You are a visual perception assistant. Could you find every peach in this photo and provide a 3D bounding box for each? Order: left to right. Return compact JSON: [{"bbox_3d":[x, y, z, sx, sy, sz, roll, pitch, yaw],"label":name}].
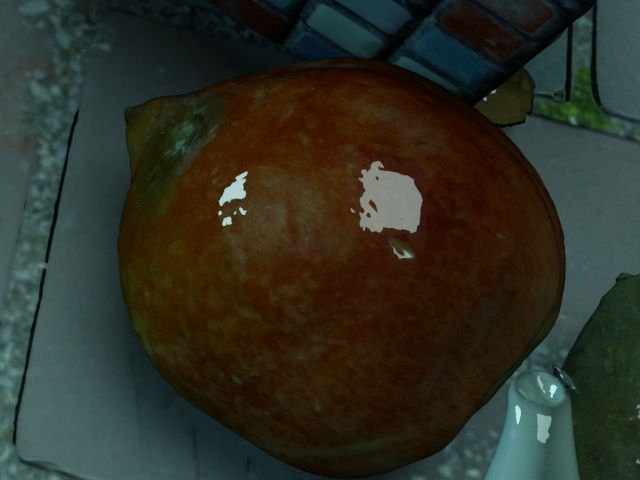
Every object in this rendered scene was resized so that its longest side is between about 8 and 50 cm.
[{"bbox_3d":[0.000,0.000,1.070,0.257,0.232,0.232,44,58,10],"label":"peach"}]

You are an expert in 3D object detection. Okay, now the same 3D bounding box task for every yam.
[{"bbox_3d":[0.170,0.149,1.110,0.106,0.106,0.259,19,57,-8],"label":"yam"}]

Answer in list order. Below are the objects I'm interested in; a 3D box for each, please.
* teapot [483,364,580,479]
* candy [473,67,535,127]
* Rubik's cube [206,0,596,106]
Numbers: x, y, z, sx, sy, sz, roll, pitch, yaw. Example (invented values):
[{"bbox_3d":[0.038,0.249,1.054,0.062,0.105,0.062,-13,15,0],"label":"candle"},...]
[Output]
[{"bbox_3d":[0.098,0.250,0.876,0.252,0.280,0.424,4,48,0],"label":"teapot"},{"bbox_3d":[0.065,-0.191,1.271,0.143,0.101,0.271,3,66,-10],"label":"candy"},{"bbox_3d":[0.048,-0.270,1.079,0.292,0.287,0.293,34,74,-5],"label":"Rubik's cube"}]
